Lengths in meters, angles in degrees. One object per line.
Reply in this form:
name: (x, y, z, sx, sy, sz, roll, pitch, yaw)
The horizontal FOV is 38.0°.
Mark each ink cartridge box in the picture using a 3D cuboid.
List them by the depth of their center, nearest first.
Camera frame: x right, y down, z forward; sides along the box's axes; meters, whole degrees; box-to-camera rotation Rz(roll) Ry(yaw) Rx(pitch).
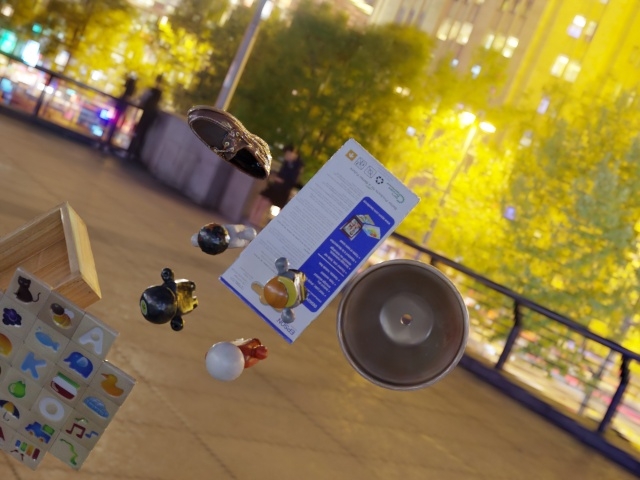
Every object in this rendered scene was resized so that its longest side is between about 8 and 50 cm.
ink cartridge box: (0.000, 0.000, 1.682, 0.176, 0.371, 0.069, 42, -20, 2)

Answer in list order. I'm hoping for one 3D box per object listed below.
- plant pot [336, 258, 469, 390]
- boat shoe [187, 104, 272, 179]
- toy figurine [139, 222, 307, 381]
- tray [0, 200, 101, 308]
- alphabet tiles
plant pot: (0.153, 0.150, 1.695, 0.237, 0.237, 0.110, 24, 4, 10)
boat shoe: (-0.168, -0.183, 1.763, 0.073, 0.073, 0.207, -27, -39, 34)
toy figurine: (-0.143, 0.086, 1.422, 0.213, 0.209, 0.148, 42, 11, 8)
tray: (-0.568, 0.114, 1.535, 0.076, 0.411, 0.203, 60, 2, -42)
alphabet tiles: (-0.439, 0.202, 1.395, 0.285, 0.342, 0.011, 35, 31, -2)
